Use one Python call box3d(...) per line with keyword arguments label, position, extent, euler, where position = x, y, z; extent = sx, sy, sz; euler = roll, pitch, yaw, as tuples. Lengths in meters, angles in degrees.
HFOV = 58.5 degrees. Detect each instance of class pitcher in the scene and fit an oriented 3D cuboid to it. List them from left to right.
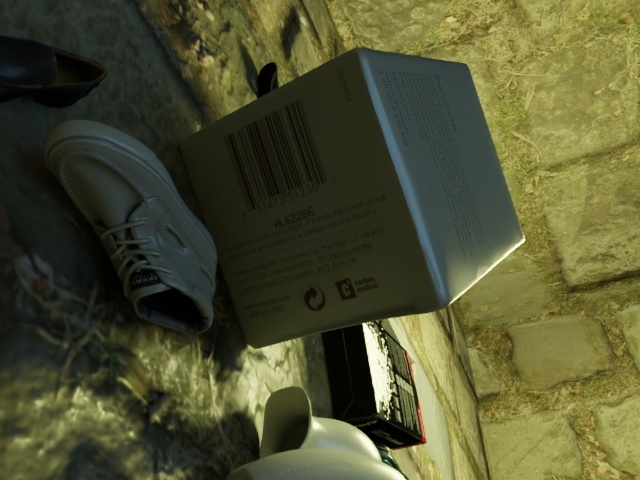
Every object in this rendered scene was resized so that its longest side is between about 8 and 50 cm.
box3d(label="pitcher", position=(-0.005, 0.330, 0.799), extent=(0.207, 0.125, 0.178), euler=(47, 49, -34))

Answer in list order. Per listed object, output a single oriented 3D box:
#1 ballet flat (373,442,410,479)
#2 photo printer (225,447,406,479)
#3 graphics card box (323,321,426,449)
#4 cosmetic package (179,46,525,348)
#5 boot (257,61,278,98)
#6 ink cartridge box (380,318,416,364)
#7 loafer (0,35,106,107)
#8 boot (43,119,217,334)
box3d(label="ballet flat", position=(0.147, 0.489, 1.188), extent=(0.070, 0.070, 0.188), euler=(-80, 151, -57))
box3d(label="photo printer", position=(0.012, 0.391, 0.629), extent=(0.256, 0.107, 0.307), euler=(17, 52, -35))
box3d(label="graphics card box", position=(0.124, 0.309, 1.238), extent=(0.371, 0.094, 0.233), euler=(48, 30, -56))
box3d(label="cosmetic package", position=(0.071, -0.070, 0.891), extent=(0.394, 0.329, 0.327), euler=(-21, 92, -55))
box3d(label="boot", position=(-0.097, -0.322, 1.270), extent=(0.099, 0.045, 0.121), euler=(48, 36, -49))
box3d(label="ink cartridge box", position=(0.204, 0.267, 1.662), extent=(0.145, 0.045, 0.179), euler=(51, 9, -49))
box3d(label="loafer", position=(-0.271, -0.164, 0.528), extent=(0.170, 0.061, 0.062), euler=(-34, 106, -72))
box3d(label="boot", position=(-0.180, 0.001, 0.585), extent=(0.258, 0.095, 0.123), euler=(53, 18, -49))
